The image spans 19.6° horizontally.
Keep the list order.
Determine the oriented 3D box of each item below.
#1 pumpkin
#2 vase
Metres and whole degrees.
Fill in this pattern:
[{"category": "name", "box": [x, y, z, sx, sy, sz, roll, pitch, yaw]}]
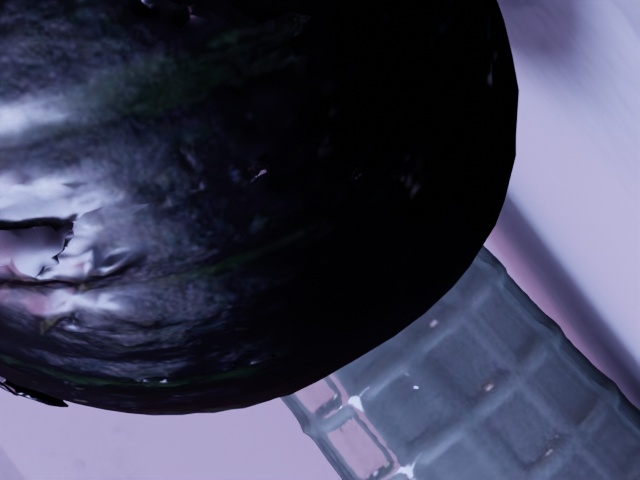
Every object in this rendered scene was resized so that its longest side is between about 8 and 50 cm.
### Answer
[{"category": "pumpkin", "box": [-0.048, -0.067, 0.458, 0.233, 0.163, 0.233, 155, 90, -87]}, {"category": "vase", "box": [0.000, 0.000, 0.681, 0.299, 0.143, 0.143, 50, 175, 1]}]
